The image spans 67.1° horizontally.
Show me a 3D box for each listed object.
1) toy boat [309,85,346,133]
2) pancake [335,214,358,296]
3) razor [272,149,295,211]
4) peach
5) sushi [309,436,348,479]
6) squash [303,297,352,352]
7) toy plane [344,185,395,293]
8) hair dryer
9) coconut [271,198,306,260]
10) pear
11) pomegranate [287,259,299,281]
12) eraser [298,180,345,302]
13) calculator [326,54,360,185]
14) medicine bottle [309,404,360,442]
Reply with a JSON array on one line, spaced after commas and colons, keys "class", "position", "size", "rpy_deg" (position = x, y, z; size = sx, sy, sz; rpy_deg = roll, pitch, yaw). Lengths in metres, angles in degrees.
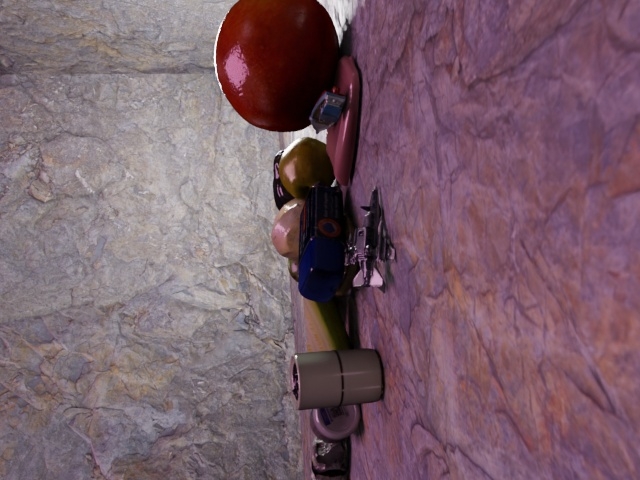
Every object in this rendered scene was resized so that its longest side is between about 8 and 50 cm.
[{"class": "toy boat", "position": [0.015, -0.320, 1.215], "size": [0.173, 0.069, 0.058], "rpy_deg": [143, 135, -69]}, {"class": "pancake", "position": [0.069, 0.042, 1.343], "size": [0.242, 0.050, 0.241], "rpy_deg": [-172, 90, -78]}, {"class": "razor", "position": [-0.115, -0.206, 1.768], "size": [0.349, 0.114, 0.204], "rpy_deg": [154, 107, -83]}, {"class": "peach", "position": [-0.116, -0.486, 1.353], "size": [0.388, 0.389, 0.387], "rpy_deg": [177, 90, -81]}, {"class": "sushi", "position": [0.028, 0.739, 1.591], "size": [0.130, 0.124, 0.331], "rpy_deg": [-94, 6, -67]}, {"class": "squash", "position": [0.001, 0.233, 1.407], "size": [0.203, 0.111, 0.288], "rpy_deg": [-27, 87, 55]}, {"class": "toy plane", "position": [0.099, 0.000, 1.018], "size": [0.160, 0.083, 0.233], "rpy_deg": [-8, 85, 55]}, {"class": "hair dryer", "position": [0.008, 0.349, 1.234], "size": [0.362, 0.204, 0.128], "rpy_deg": [132, 135, -71]}, {"class": "coconut", "position": [-0.055, -0.040, 1.582], "size": [0.197, 0.237, 0.237], "rpy_deg": [51, -175, -21]}, {"class": "pear", "position": [-0.036, -0.224, 1.502], "size": [0.198, 0.199, 0.198], "rpy_deg": [177, 90, -81]}, {"class": "pomegranate", "position": [-0.030, 0.081, 1.750], "size": [0.220, 0.156, 0.156], "rpy_deg": [-19, 72, 56]}, {"class": "eraser", "position": [0.000, 0.000, 1.308], "size": [0.155, 0.102, 0.331], "rpy_deg": [116, 162, -45]}, {"class": "calculator", "position": [0.058, -0.325, 1.283], "size": [0.220, 0.048, 0.329], "rpy_deg": [-102, 15, -52]}, {"class": "medicine bottle", "position": [0.037, 0.524, 1.420], "size": [0.215, 0.135, 0.134], "rpy_deg": [102, 163, -61]}]
